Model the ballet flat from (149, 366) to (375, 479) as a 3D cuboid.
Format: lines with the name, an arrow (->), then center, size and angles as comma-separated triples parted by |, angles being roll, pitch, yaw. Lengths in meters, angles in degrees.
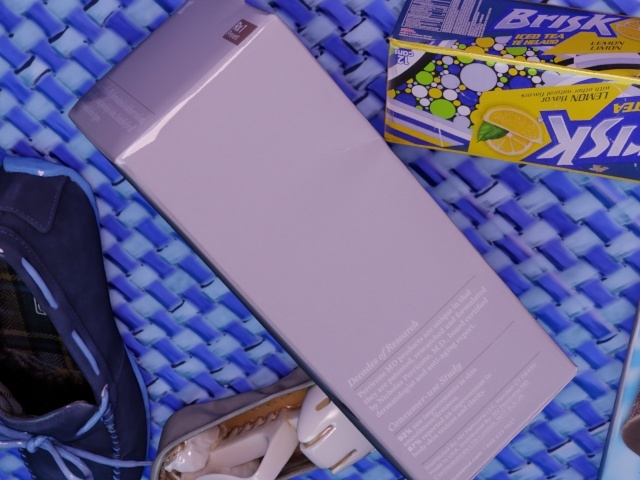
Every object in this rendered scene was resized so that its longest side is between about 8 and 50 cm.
ballet flat -> -0.009, 0.109, 0.981 | 0.213, 0.068, 0.072 | -23, 119, 32

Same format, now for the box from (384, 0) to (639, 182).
box -> 0.117, -0.069, 0.798 | 0.169, 0.054, 0.059 | 10, 131, 11

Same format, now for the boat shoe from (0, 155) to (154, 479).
boat shoe -> -0.165, 0.074, 0.990 | 0.109, 0.089, 0.258 | 1, 129, 18

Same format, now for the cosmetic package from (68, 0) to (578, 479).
cosmetic package -> 0.000, 0.000, 0.832 | 0.107, 0.127, 0.238 | -46, 111, -3

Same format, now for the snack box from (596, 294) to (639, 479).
snack box -> 0.308, 0.114, 0.882 | 0.322, 0.060, 0.187 | 12, 132, 9
